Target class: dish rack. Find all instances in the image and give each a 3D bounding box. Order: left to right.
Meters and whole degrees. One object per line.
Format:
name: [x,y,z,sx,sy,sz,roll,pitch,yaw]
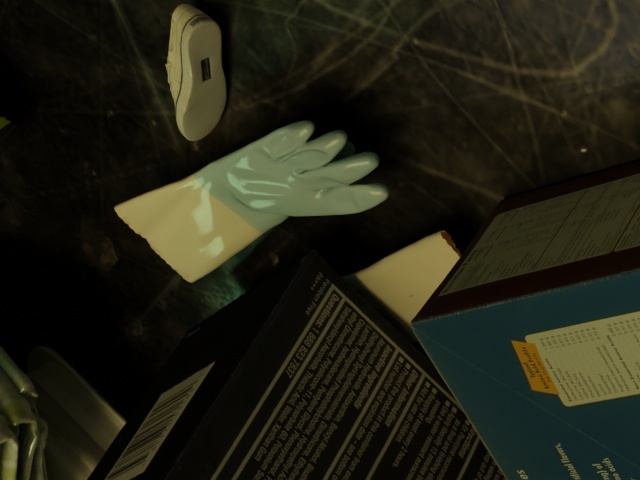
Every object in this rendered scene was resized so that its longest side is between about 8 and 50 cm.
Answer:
dish rack: [-0.161,0.272,1.495,0.333,0.072,0.285,41,143,31]

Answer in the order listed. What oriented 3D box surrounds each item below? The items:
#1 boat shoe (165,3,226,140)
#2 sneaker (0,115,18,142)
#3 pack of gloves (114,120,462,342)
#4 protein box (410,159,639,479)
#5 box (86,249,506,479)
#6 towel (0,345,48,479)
boat shoe: [-0.086,-0.112,1.228,0.035,0.035,0.100,46,150,36]
sneaker: [-0.356,-0.089,1.399,0.300,0.111,0.121,-15,105,36]
pack of gloves: [0.000,0.000,1.264,0.195,0.046,0.232,44,142,-21]
protein box: [0.202,0.069,1.092,0.201,0.136,0.200,-16,114,42]
box: [-0.009,0.226,1.233,0.294,0.296,0.183,43,140,-11]
towel: [-0.328,0.165,1.503,0.374,0.090,0.320,37,140,41]
